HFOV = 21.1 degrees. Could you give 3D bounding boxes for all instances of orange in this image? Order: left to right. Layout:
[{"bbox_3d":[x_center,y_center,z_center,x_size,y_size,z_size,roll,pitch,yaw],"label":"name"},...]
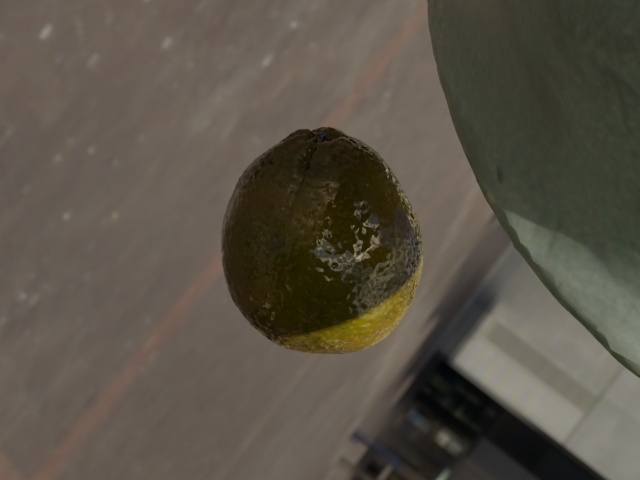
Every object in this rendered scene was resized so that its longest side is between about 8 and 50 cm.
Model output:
[{"bbox_3d":[0.000,0.000,0.711,0.085,0.085,0.095,-43,134,-54],"label":"orange"}]

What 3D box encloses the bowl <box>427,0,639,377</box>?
[{"bbox_3d":[0.167,-0.106,0.360,0.313,0.313,0.146,-51,154,-14],"label":"bowl"}]
